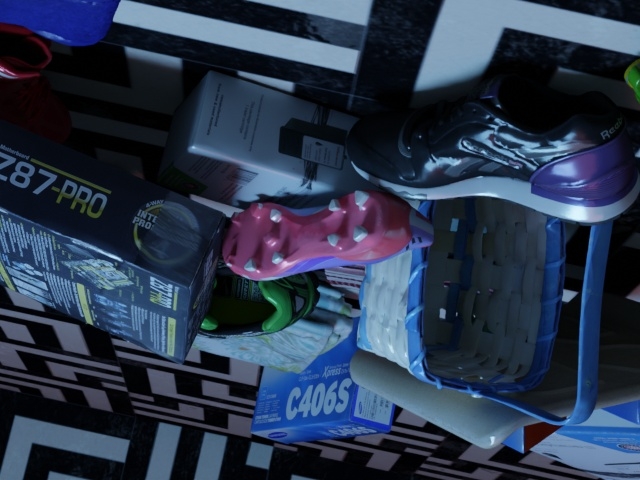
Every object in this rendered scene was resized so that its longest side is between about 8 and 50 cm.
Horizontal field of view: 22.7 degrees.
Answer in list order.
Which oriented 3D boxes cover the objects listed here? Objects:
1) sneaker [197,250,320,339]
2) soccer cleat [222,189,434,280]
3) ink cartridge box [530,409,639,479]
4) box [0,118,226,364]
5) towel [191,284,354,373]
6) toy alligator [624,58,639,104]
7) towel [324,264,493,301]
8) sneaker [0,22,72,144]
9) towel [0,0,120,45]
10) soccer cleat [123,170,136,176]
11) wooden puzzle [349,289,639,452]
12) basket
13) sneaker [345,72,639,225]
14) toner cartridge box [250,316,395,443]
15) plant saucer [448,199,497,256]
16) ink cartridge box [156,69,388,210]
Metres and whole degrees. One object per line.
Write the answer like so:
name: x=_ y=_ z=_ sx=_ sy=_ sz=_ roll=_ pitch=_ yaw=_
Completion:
sneaker: x=-0.181 y=0.058 z=2.051 sx=0.343 sy=0.134 sz=0.146 roll=0 pitch=-172 yaw=12
soccer cleat: x=0.000 y=0.000 z=1.570 sx=0.095 sy=0.083 sz=0.248 roll=19 pitch=160 yaw=-39
ink cartridge box: x=0.458 y=0.239 z=2.199 sx=0.395 sy=0.166 sz=0.285 roll=25 pitch=160 yaw=-39
box: x=-0.268 y=-0.001 z=1.674 sx=0.318 sy=0.097 sz=0.395 roll=25 pitch=164 yaw=2
towel: x=-0.163 y=0.100 z=2.314 sx=0.374 sy=0.090 sz=0.320 roll=16 pitch=162 yaw=-9
toy alligator: x=0.301 y=-0.112 z=1.335 sx=0.051 sy=0.056 sz=0.189 roll=-35 pitch=150 yaw=9
towel: x=0.123 y=0.048 z=1.955 sx=0.237 sy=0.037 sz=0.329 roll=10 pitch=175 yaw=2
sneaker: x=-0.296 y=-0.148 z=1.580 sx=0.128 sy=0.087 sz=0.221 roll=2 pitch=162 yaw=35
towel: x=-0.250 y=-0.250 z=1.239 sx=0.227 sy=0.076 sz=0.308 roll=9 pitch=165 yaw=-16
soccer cleat: x=-0.332 y=-0.027 z=1.960 sx=0.143 sy=0.116 sz=0.331 roll=20 pitch=163 yaw=-27
wooden puzzle: x=0.253 y=0.153 z=1.791 sx=0.347 sy=0.081 sz=0.322 roll=-14 pitch=-165 yaw=-25
basket: x=0.175 y=0.035 z=1.592 sx=0.201 sy=0.255 sz=0.289 roll=5 pitch=-176 yaw=-33
sneaker: x=0.147 y=-0.106 z=1.431 sx=0.283 sy=0.107 sz=0.124 roll=9 pitch=139 yaw=29
toner cartridge box: x=0.009 y=0.221 z=2.472 sx=0.075 sy=0.165 sz=0.348 roll=20 pitch=162 yaw=-23
plant saucer: x=0.110 y=-0.015 z=1.824 sx=0.195 sy=0.037 sz=0.195 roll=12 pitch=164 yaw=4
ink cartridge box: x=-0.043 y=-0.083 z=1.610 sx=0.208 sy=0.087 sz=0.153 roll=17 pitch=163 yaw=-16
